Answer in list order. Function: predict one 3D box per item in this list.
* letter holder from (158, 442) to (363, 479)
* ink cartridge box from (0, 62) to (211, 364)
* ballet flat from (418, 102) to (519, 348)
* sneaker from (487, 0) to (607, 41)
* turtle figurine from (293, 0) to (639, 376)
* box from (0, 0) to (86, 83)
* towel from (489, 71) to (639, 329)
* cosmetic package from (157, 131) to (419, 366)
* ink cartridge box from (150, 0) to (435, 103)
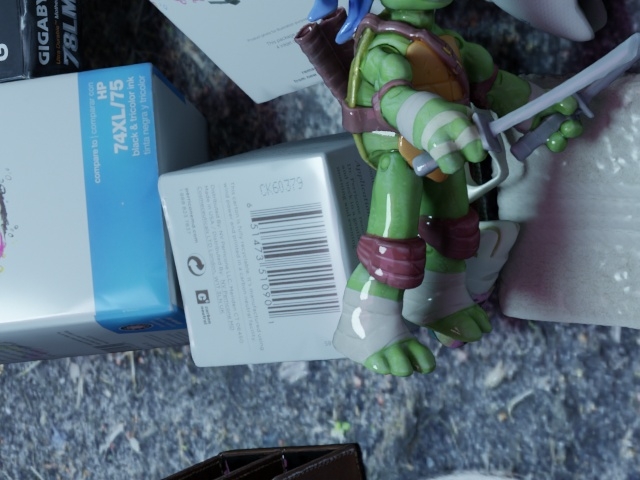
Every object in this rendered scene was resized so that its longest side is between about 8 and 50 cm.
[{"bbox_3d":[-0.059,0.343,1.428,0.152,0.214,0.301,-9,95,39],"label":"letter holder"},{"bbox_3d":[-0.233,-0.010,1.395,0.270,0.198,0.197,-7,80,8],"label":"ink cartridge box"},{"bbox_3d":[0.103,-0.031,1.262,0.079,0.077,0.221,-7,92,35],"label":"ballet flat"},{"bbox_3d":[0.202,-0.268,1.169,0.129,0.111,0.297,34,125,9],"label":"sneaker"},{"bbox_3d":[0.112,-0.046,1.117,0.275,0.198,0.266,6,111,-2],"label":"turtle figurine"},{"bbox_3d":[-0.321,-0.265,1.449,0.295,0.073,0.293,-1,90,42],"label":"box"},{"bbox_3d":[0.243,-0.029,1.213,0.282,0.049,0.187,4,102,38],"label":"towel"},{"bbox_3d":[0.000,0.000,1.313,0.151,0.184,0.151,-6,97,32],"label":"cosmetic package"},{"bbox_3d":[-0.039,-0.248,1.229,0.168,0.171,0.233,-15,134,40],"label":"ink cartridge box"}]
